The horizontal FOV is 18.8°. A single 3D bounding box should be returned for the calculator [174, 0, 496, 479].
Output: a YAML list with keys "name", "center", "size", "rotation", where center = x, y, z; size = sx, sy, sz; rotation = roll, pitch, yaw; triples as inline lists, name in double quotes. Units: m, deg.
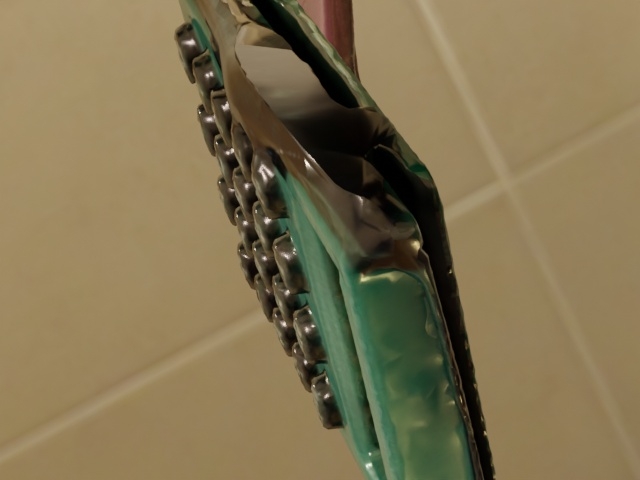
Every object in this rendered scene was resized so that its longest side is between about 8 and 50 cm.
- name: "calculator"
  center: [0.000, 0.000, 0.931]
  size: [0.274, 0.058, 0.248]
  rotation: [-121, 13, -46]

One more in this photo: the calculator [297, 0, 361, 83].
- name: "calculator"
  center: [-0.002, -0.093, 1.258]
  size: [0.127, 0.034, 0.191]
  rotation: [117, 150, -55]
